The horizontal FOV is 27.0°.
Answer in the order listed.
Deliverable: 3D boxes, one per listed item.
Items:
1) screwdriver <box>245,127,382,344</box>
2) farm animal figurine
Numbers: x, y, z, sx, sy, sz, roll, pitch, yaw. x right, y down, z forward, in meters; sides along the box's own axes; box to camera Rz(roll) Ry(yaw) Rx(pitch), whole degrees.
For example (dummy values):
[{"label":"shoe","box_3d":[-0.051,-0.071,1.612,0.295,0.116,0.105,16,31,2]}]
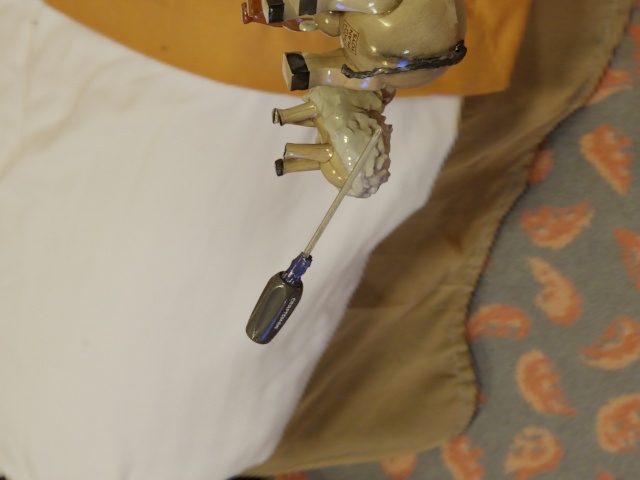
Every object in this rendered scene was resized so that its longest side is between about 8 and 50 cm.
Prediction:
[{"label":"screwdriver","box_3d":[0.000,0.000,0.816,0.170,0.025,0.024,-54,22,27]},{"label":"farm animal figurine","box_3d":[0.042,-0.244,1.045,0.330,0.172,0.327,103,159,-57]}]
